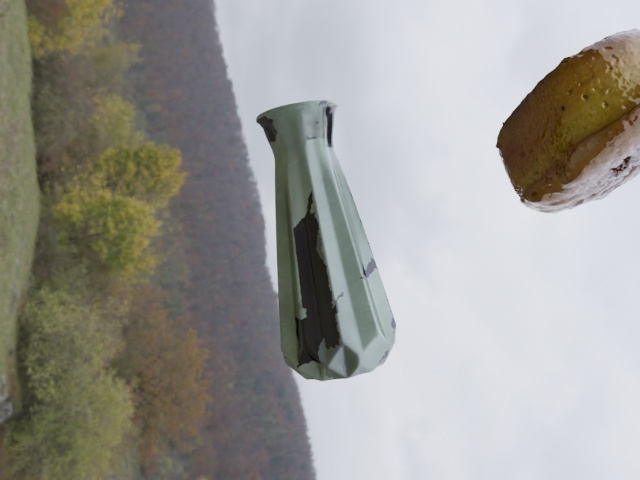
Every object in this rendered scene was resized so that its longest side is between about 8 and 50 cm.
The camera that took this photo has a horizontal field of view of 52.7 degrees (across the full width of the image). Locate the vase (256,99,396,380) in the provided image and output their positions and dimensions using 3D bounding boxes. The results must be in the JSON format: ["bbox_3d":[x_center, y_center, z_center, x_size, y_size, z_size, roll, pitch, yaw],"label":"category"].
[{"bbox_3d":[0.000,0.000,0.880,0.165,0.165,0.360,175,-95,-77],"label":"vase"}]

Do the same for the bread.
[{"bbox_3d":[0.415,-0.168,0.955,0.172,0.312,0.312,61,-18,16],"label":"bread"}]
